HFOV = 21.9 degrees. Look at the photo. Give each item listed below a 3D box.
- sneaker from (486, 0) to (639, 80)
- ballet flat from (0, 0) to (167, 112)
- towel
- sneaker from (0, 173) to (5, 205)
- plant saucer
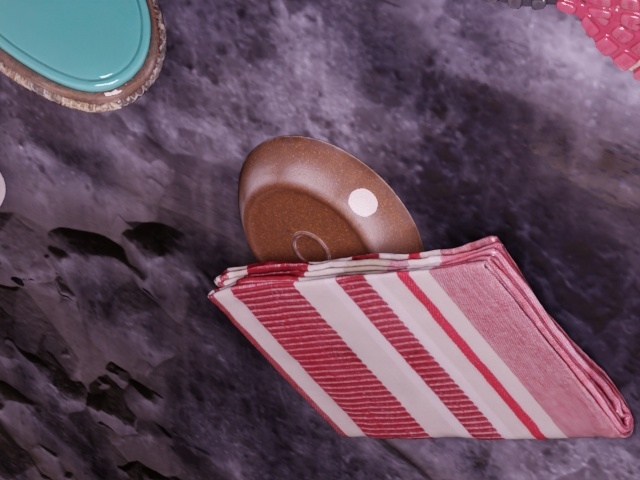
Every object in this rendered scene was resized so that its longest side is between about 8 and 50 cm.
[{"bbox_3d":[0.197,-0.194,1.060,0.299,0.112,0.121,27,146,1],"label":"sneaker"},{"bbox_3d":[-0.307,-0.277,1.411,0.483,0.164,0.182,45,164,7],"label":"ballet flat"},{"bbox_3d":[0.082,0.095,1.437,0.329,0.037,0.237,-7,134,43],"label":"towel"},{"bbox_3d":[-0.483,-0.057,1.722,0.282,0.102,0.161,23,153,-17],"label":"sneaker"},{"bbox_3d":[0.000,0.000,1.461,0.198,0.036,0.199,23,137,23],"label":"plant saucer"}]
